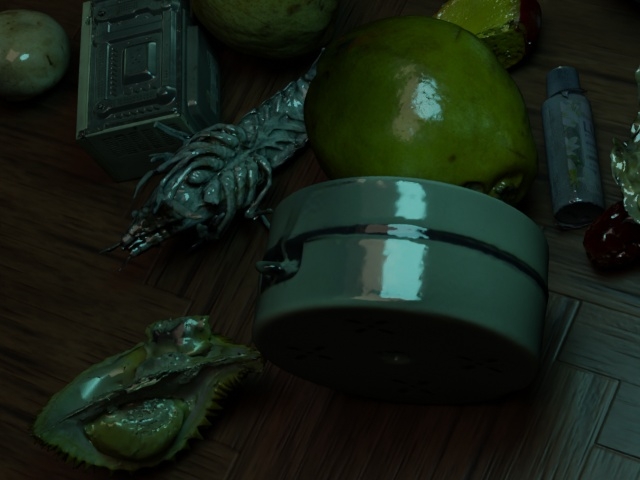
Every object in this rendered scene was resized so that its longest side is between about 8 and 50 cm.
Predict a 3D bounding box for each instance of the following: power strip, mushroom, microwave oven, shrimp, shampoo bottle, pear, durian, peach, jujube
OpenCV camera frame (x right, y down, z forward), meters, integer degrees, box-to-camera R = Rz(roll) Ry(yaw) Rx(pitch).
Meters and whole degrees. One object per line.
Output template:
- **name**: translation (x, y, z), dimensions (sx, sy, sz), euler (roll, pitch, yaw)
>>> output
- **power strip**: translation (0.086, 0.060, 1.703), dimensions (0.357, 0.357, 0.162), euler (-1, 65, 20)
- **mushroom**: translation (-0.458, -0.278, 2.228), dimensions (0.166, 0.127, 0.166), euler (-1, 46, 1)
- **microwave oven**: translation (-0.242, -0.233, 2.109), dimensions (0.193, 0.145, 0.241), euler (-13, 59, 18)
- **shrimp**: translation (-0.117, -0.102, 1.988), dimensions (0.410, 0.166, 0.221), euler (-40, 91, -25)
- **shampoo bottle**: translation (0.321, -0.124, 1.884), dimensions (0.072, 0.072, 0.214), euler (-10, 61, 15)
- **pear**: translation (0.125, -0.145, 1.859), dimensions (0.321, 0.269, 0.269), euler (31, 77, 27)
- **durian**: translation (-0.215, 0.186, 1.863), dimensions (0.306, 0.166, 0.172), euler (-18, 61, 0)
- **peach**: translation (0.221, -0.280, 1.992), dimensions (0.172, 0.092, 0.127), euler (-37, 51, 12)
- **pear**: translation (-0.067, -0.355, 2.076), dimensions (0.211, 0.188, 0.228), euler (29, 32, 1)
- **jujube**: translation (0.382, -0.015, 1.801), dimensions (0.129, 0.077, 0.077), euler (-35, 57, 6)

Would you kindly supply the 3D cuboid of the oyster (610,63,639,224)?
- **oyster**: translation (0.465, -0.099, 1.742), dimensions (0.237, 0.115, 0.351), euler (22, 51, 6)

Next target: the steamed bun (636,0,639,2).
- **steamed bun**: translation (0.489, -0.441, 1.905), dimensions (0.324, 0.206, 0.324), euler (-10, 60, 18)
